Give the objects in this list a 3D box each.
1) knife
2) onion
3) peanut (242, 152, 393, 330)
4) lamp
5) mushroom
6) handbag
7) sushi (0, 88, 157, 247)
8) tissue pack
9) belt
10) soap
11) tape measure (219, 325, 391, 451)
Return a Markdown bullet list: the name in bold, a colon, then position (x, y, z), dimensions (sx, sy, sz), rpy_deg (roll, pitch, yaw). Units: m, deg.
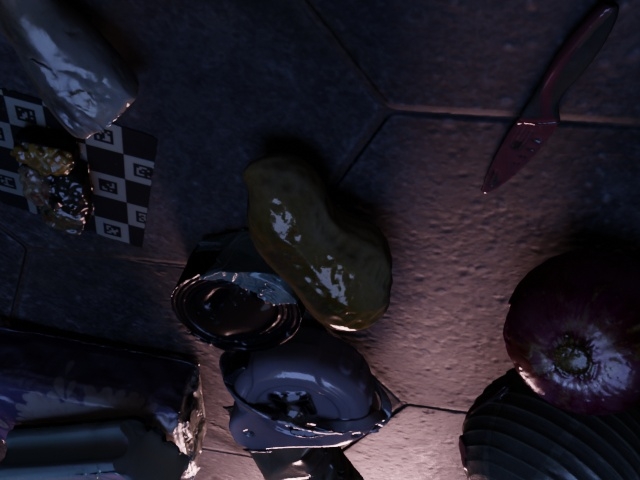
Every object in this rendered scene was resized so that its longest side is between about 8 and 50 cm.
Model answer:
- **knife**: position (0.197, -0.115, 0.712), dimensions (0.036, 0.018, 0.247), rpy_deg (15, 145, -5)
- **onion**: position (0.281, 0.093, 0.838), dimensions (0.177, 0.153, 0.177), rpy_deg (18, 141, 15)
- **peanut**: position (0.000, 0.000, 0.853), dimensions (0.120, 0.110, 0.236), rpy_deg (7, 140, 47)
- **lamp**: position (0.288, 0.256, 0.979), dimensions (0.233, 0.233, 0.265), rpy_deg (11, 147, 6)
- **mushroom**: position (-0.246, -0.196, 0.713), dimensions (0.092, 0.081, 0.223), rpy_deg (28, 153, 45)
- **handbag**: position (-0.024, 0.347, 1.285), dimensions (0.183, 0.117, 0.270), rpy_deg (4, 140, 34)
- **sushi**: position (-0.293, -0.059, 0.921), dimensions (0.192, 0.050, 0.215), rpy_deg (18, 143, -3)
- **tissue pack**: position (-0.357, 0.262, 1.287), dimensions (0.344, 0.125, 0.242), rpy_deg (9, 141, 4)
- **belt**: position (-0.094, 0.060, 0.981), dimensions (0.198, 0.078, 0.151), rpy_deg (-24, 123, 42)
- **soap**: position (-0.344, 0.340, 1.202), dimensions (0.262, 0.094, 0.150), rpy_deg (-11, 134, 26)
- **tape measure**: position (-0.028, 0.203, 1.106), dimensions (0.236, 0.120, 0.197), rpy_deg (-5, 131, 16)
